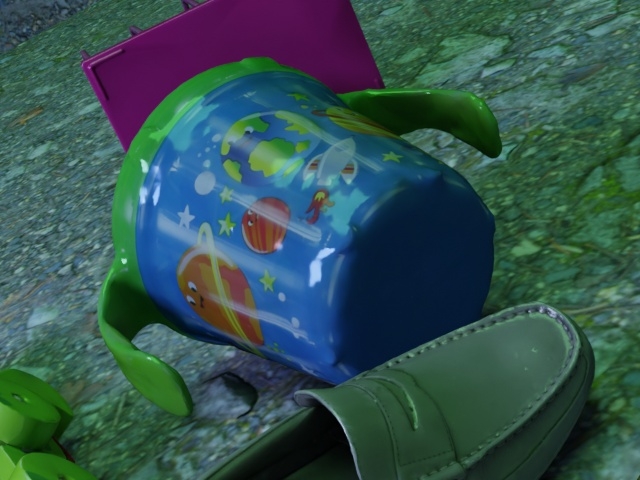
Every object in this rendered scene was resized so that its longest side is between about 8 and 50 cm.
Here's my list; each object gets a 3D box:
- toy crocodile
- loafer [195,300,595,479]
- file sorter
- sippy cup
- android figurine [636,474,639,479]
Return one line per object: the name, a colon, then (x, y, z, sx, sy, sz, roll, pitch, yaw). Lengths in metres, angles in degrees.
toy crocodile: (-0.196, 0.186, 0.806, 0.115, 0.105, 0.340, -63, 30, 4)
loafer: (0.030, 0.128, 0.678, 0.319, 0.111, 0.112, -35, 45, -19)
file sorter: (-0.106, -0.187, 1.356, 0.291, 0.202, 0.182, -27, 21, -8)
sippy cup: (0.000, 0.000, 0.878, 0.224, 0.240, 0.305, 25, 91, 46)
android figurine: (0.212, 0.182, 0.491, 0.248, 0.056, 0.273, -19, 24, 11)
